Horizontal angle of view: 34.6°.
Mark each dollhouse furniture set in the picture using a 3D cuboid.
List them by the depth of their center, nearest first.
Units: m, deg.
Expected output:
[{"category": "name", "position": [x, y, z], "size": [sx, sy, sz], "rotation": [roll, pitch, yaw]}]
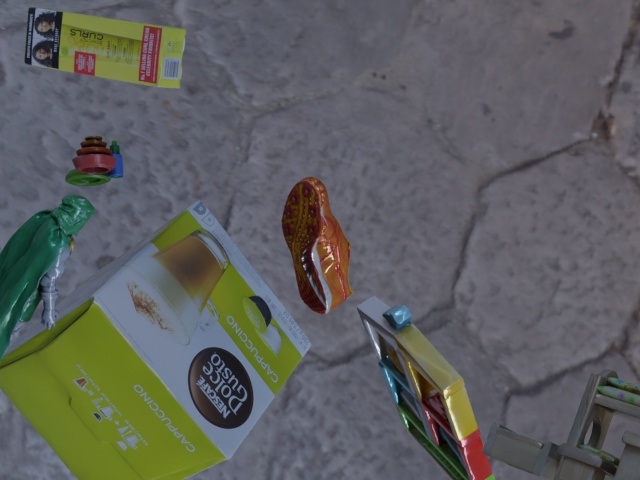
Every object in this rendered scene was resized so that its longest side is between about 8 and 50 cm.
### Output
[{"category": "dollhouse furniture set", "position": [0.203, 0.137, 0.777], "size": [0.161, 0.182, 0.101], "rotation": [34, 75, -52]}]

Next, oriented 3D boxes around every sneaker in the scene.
[{"category": "sneaker", "position": [0.000, 0.000, 1.166], "size": [0.067, 0.064, 0.175], "rotation": [-37, 135, -36]}]

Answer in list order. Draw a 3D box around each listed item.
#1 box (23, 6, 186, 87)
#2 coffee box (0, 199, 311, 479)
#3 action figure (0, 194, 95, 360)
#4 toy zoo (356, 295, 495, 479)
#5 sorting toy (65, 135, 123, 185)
[{"category": "box", "position": [-0.303, -0.270, 1.434], "size": [0.058, 0.232, 0.087], "rotation": [-17, 118, -65]}, {"category": "coffee box", "position": [-0.289, 0.202, 1.771], "size": [0.337, 0.338, 0.334], "rotation": [52, 37, -10]}, {"category": "action figure", "position": [-0.297, 0.048, 1.032], "size": [0.063, 0.137, 0.232], "rotation": [23, 112, -37]}, {"category": "toy zoo", "position": [0.129, 0.190, 1.255], "size": [0.030, 0.192, 0.293], "rotation": [-32, 129, -12]}, {"category": "sorting toy", "position": [-0.254, -0.092, 1.160], "size": [0.061, 0.102, 0.042], "rotation": [0, 79, -23]}]
